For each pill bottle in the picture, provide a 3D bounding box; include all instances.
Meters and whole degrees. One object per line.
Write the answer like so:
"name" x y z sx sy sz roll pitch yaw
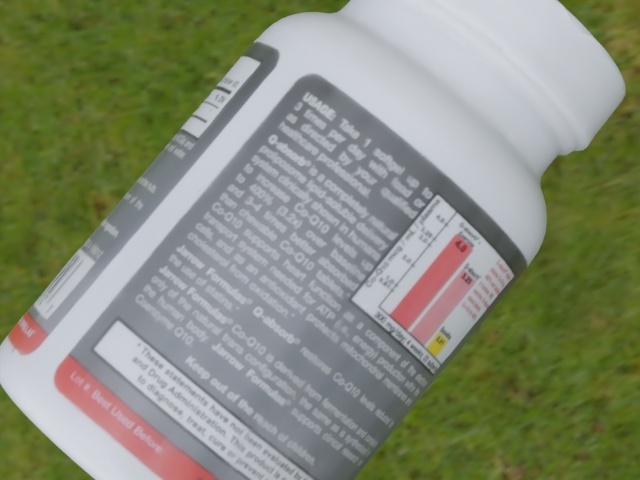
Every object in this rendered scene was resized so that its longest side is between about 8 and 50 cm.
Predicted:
"pill bottle" 0.000 0.000 1.116 0.210 0.210 0.363 38 86 27
